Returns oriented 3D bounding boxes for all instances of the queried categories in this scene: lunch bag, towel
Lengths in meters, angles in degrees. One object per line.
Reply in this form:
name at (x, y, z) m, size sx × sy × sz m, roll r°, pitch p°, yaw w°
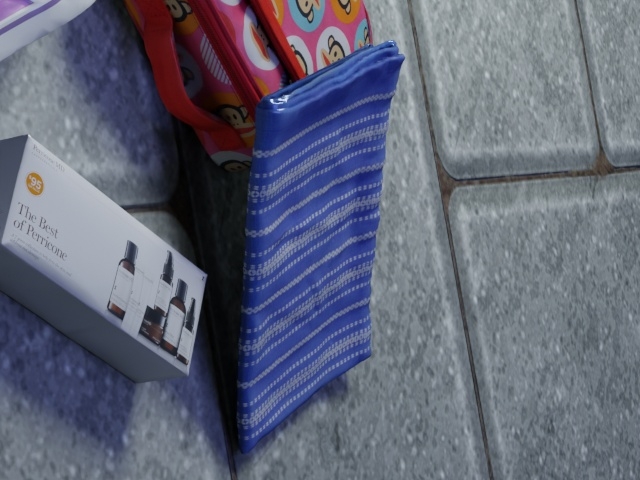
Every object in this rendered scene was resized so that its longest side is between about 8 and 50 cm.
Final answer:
lunch bag at (-0.079, -0.213, 1.599) m, size 0.293 × 0.120 × 0.258 m, roll 61°, pitch 40°, yaw -32°
towel at (0.000, 0.000, 1.608) m, size 0.243 × 0.040 × 0.336 m, roll -34°, pitch 133°, yaw -56°

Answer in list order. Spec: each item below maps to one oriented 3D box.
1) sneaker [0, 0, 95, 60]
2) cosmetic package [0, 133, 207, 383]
sneaker at (-0.263, -0.214, 1.308) m, size 0.282 × 0.102 × 0.161 m, roll -47°, pitch 117°, yaw -53°
cosmetic package at (-0.184, 0.019, 1.400) m, size 0.239 × 0.060 × 0.099 m, roll 41°, pitch 47°, yaw -46°
